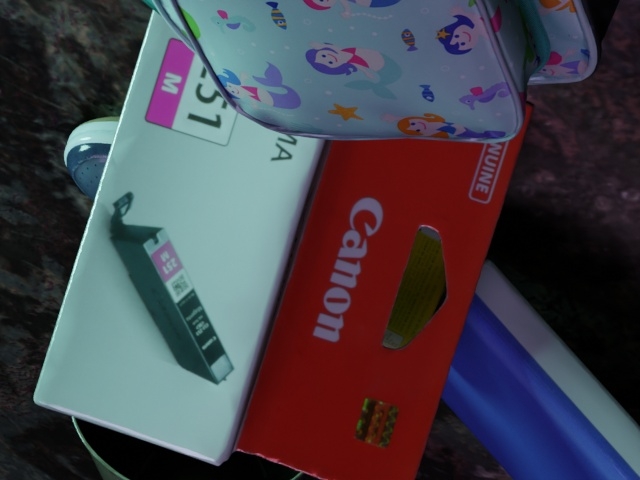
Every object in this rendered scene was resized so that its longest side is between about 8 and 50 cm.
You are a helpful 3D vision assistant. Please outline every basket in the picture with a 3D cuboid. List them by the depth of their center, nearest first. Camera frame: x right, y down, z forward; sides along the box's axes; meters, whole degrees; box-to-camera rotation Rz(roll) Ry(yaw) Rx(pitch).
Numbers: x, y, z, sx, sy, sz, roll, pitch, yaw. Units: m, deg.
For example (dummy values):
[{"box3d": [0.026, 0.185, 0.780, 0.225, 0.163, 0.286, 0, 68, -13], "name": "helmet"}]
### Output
[{"box3d": [-0.098, 0.191, 1.541, 0.204, 0.154, 0.227, 14, 149, 7], "name": "basket"}]

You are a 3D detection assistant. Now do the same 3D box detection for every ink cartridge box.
[{"box3d": [-0.022, 0.007, 1.146, 0.239, 0.275, 0.060, 18, -178, 6], "name": "ink cartridge box"}]

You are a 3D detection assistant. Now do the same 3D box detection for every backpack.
[{"box3d": [0.015, -0.166, 0.956, 0.253, 0.191, 0.225, 8, 145, 28], "name": "backpack"}]

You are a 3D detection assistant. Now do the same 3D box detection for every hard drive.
[{"box3d": [0.190, 0.167, 1.269, 0.319, 0.040, 0.210, 49, 165, 8], "name": "hard drive"}]

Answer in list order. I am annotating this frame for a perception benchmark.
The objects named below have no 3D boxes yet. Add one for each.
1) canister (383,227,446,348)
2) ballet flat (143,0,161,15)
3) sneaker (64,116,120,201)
[{"box3d": [0.000, 0.000, 1.238, 0.170, 0.126, 0.073, 28, 170, -12], "name": "canister"}, {"box3d": [-0.148, -0.213, 1.069, 0.248, 0.086, 0.086, 33, 145, -17], "name": "ballet flat"}, {"box3d": [-0.072, 0.037, 1.300, 0.282, 0.153, 0.099, 32, 145, -15], "name": "sneaker"}]
